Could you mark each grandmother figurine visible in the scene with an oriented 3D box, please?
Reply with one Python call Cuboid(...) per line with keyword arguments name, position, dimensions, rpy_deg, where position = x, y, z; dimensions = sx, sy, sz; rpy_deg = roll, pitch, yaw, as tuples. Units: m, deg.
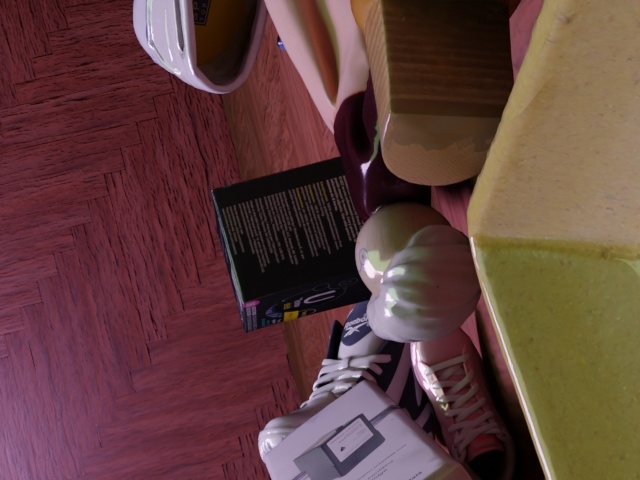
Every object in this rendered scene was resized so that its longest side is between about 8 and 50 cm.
Cuboid(name="grandmother figurine", position=(0.035, -0.084, 0.889), dimensions=(0.208, 0.104, 0.342), rpy_deg=(70, -175, -63))

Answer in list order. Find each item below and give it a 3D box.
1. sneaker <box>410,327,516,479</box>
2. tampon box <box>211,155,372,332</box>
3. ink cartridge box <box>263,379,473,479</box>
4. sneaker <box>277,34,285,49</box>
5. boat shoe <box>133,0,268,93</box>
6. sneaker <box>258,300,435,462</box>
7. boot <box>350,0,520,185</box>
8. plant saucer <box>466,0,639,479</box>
Cuboid(name="sneaker", position=(0.107, 0.120, 0.908), dimensions=(0.070, 0.051, 0.134), rpy_deg=(-151, 42, -82))
Cuboid(name="tampon box", position=(0.000, 0.000, 1.057), dimensions=(0.120, 0.161, 0.101), rpy_deg=(96, 159, -74))
Cuboid(name="ink cartridge box", position=(0.072, 0.229, 0.897), dimensions=(0.198, 0.115, 0.273), rpy_deg=(55, 176, -8))
Cuboid(name="sneaker", position=(-0.029, -0.260, 1.115), dimensions=(0.069, 0.082, 0.209), rpy_deg=(88, 168, -67))
Cuboid(name="boat shoe", position=(-0.067, -0.288, 0.995), dimensions=(0.156, 0.136, 0.367), rpy_deg=(43, 127, 50))
Cuboid(name="sneaker", position=(0.024, 0.120, 1.126), dimensions=(0.094, 0.235, 0.153), rpy_deg=(-10, 80, 40))
Cuboid(name="boot", position=(0.065, -0.179, 0.466), dimensions=(0.295, 0.104, 0.211), rpy_deg=(114, 158, -58))
Cuboid(name="plant saucer", position=(0.148, 0.075, 0.361), dimensions=(0.333, 0.081, 0.332), rpy_deg=(95, 159, -69))
